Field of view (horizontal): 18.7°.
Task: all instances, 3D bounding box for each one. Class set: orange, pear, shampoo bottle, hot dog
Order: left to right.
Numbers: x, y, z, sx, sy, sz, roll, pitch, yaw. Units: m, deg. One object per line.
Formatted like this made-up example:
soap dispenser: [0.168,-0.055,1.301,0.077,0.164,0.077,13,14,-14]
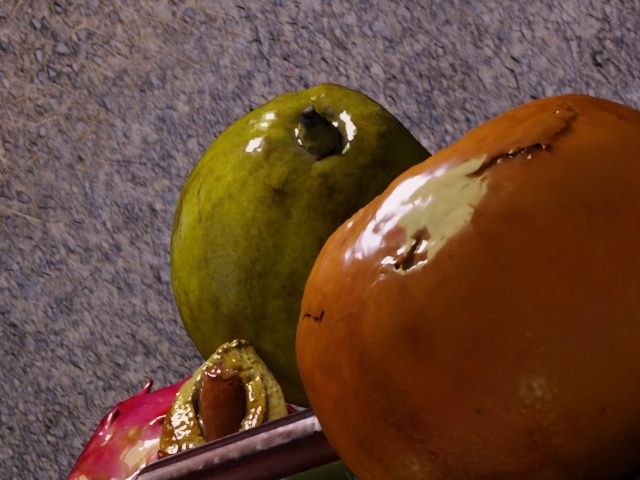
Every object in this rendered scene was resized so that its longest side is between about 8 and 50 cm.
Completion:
hot dog: [-0.080,0.219,1.679,0.123,0.261,0.093,-8,-2,-1]
shampoo bottle: [-0.047,0.207,1.546,0.323,0.129,0.084,-20,30,29]
pear: [0.000,0.000,1.792,0.287,0.287,0.375,-35,-33,-22]
orange: [0.124,0.042,1.175,0.284,0.226,0.284,-37,3,2]

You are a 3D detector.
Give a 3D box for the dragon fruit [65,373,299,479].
dragon fruit: [-0.139,0.272,1.917,0.371,0.249,0.386,-41,-6,13]
